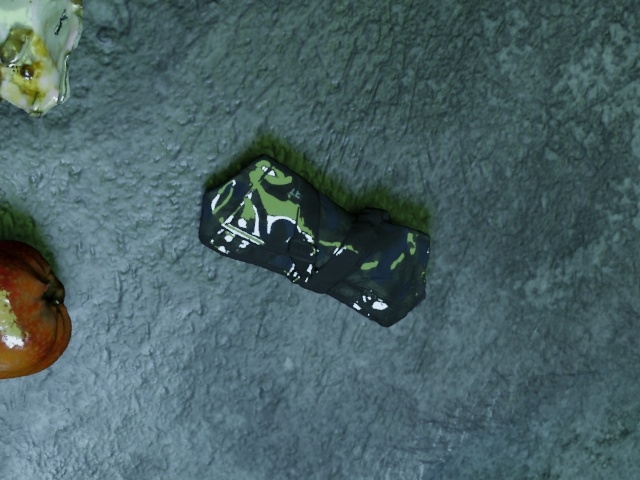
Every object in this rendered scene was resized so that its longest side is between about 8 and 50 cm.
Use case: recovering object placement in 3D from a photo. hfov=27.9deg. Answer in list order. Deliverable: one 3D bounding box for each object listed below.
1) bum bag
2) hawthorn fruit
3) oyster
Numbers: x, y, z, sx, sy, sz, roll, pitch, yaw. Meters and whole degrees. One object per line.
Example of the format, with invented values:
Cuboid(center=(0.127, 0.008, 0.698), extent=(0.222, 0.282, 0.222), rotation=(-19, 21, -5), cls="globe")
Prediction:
Cuboid(center=(0.000, 0.000, 1.573), extent=(0.310, 0.074, 0.137), rotation=(25, 104, -19), cls="bum bag")
Cuboid(center=(-0.387, 0.091, 1.446), extent=(0.203, 0.163, 0.163), rotation=(-18, 107, 11), cls="hawthorn fruit")
Cuboid(center=(-0.359, -0.310, 1.395), extent=(0.201, 0.107, 0.355), rotation=(-4, 116, 4), cls="oyster")
